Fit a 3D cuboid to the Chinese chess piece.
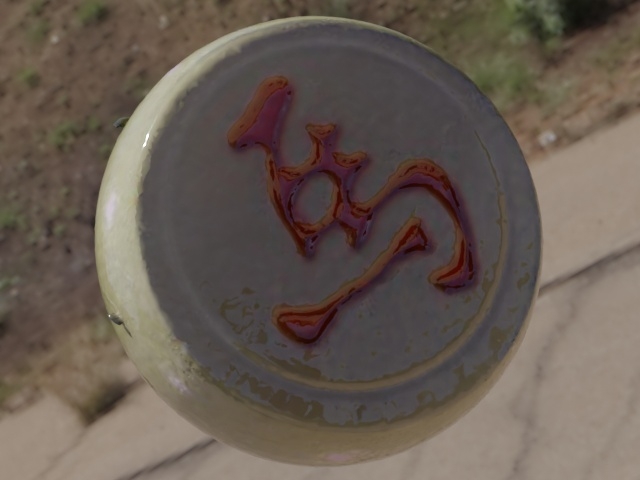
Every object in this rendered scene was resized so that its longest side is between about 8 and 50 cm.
[{"bbox_3d":[0.000,0.000,0.924,0.273,0.273,0.102,-36,-2,-19],"label":"Chinese chess piece"}]
